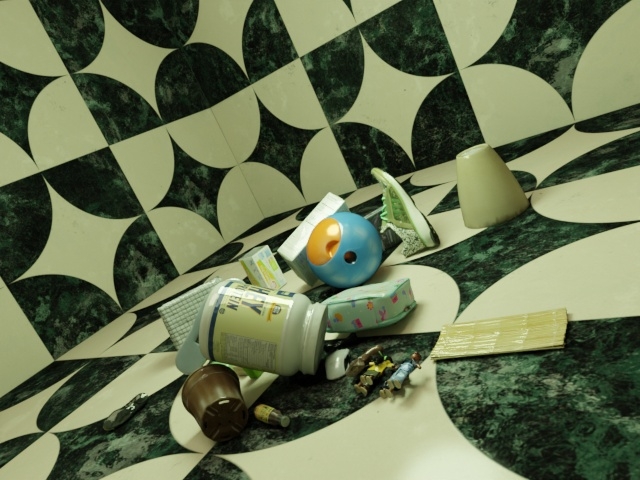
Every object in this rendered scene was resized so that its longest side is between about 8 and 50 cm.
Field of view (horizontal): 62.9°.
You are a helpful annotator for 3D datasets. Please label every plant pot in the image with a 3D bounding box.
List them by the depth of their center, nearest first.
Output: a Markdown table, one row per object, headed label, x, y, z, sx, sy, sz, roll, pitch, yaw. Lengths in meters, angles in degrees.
| label | x | y | z | sx | sy | sz | roll | pitch | yaw |
| --- | --- | --- | --- | --- | --- | --- | --- | --- | --- |
| plant pot | -0.274 | 0.441 | 1.405 | 0.167 | 0.167 | 0.165 | -29 | 22 | -17 |
| plant pot | 0.635 | -0.223 | 2.023 | 0.256 | 0.274 | 0.256 | -24 | 14 | 6 |

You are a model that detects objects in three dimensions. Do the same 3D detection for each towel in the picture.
| label | x | y | z | sx | sy | sz | roll | pitch | yaw |
| --- | --- | --- | --- | --- | --- | --- | --- | --- | --- |
| towel | -0.478 | 0.304 | 2.097 | 0.284 | 0.235 | 0.121 | -28 | 10 | -15 |

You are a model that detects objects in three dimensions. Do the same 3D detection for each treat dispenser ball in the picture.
| label | x | y | z | sx | sy | sz | roll | pitch | yaw |
| --- | --- | --- | --- | --- | --- | --- | --- | --- | --- |
| treat dispenser ball | 0.090 | 0.037 | 1.975 | 0.288 | 0.288 | 0.288 | -24 | 14 | 6 |

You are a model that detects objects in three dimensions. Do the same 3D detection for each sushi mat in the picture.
| label | x | y | z | sx | sy | sz | roll | pitch | yaw |
| --- | --- | --- | --- | --- | --- | --- | --- | --- | --- |
| sushi mat | 0.422 | 0.225 | 1.247 | 0.316 | 0.019 | 0.151 | -15 | 16 | 34 |

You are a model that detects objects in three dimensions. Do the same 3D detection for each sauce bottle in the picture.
| label | x | y | z | sx | sy | sz | roll | pitch | yaw |
| --- | --- | --- | --- | --- | --- | --- | --- | --- | --- |
| sauce bottle | -0.123 | 0.447 | 1.331 | 0.042 | 0.042 | 0.128 | -35 | 15 | -35 |

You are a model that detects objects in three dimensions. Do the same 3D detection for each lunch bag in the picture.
| label | x | y | z | sx | sy | sz | roll | pitch | yaw |
| --- | --- | --- | --- | --- | --- | --- | --- | --- | --- |
| lunch bag | 0.150 | 0.199 | 1.605 | 0.279 | 0.108 | 0.224 | -14 | 2 | 32 |

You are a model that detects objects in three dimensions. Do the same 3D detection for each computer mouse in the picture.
| label | x | y | z | sx | sy | sz | roll | pitch | yaw |
| --- | --- | --- | --- | --- | --- | --- | --- | --- | --- |
| computer mouse | 0.050 | 0.325 | 1.483 | 0.106 | 0.042 | 0.193 | -21 | 14 | 12 |

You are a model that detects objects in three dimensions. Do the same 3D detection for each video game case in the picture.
| label | x | y | z | sx | sy | sz | roll | pitch | yaw |
| --- | --- | --- | --- | --- | --- | --- | --- | --- | --- |
| video game case | 0.276 | -0.054 | 2.195 | 0.274 | 0.196 | 0.026 | -29 | 33 | -17 |

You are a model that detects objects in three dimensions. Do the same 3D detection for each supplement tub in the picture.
| label | x | y | z | sx | sy | sz | roll | pitch | yaw |
| --- | --- | --- | --- | --- | --- | --- | --- | --- | --- |
| supplement tub | -0.155 | 0.254 | 1.494 | 0.325 | 0.235 | 0.235 | 9 | 21 | 8 |

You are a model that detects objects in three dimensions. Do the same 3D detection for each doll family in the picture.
| label | x | y | z | sx | sy | sz | roll | pitch | yaw |
| --- | --- | --- | --- | --- | --- | --- | --- | --- | --- |
| doll family | 0.168 | 0.316 | 1.258 | 0.193 | 0.076 | 0.111 | -2 | 21 | 47 |

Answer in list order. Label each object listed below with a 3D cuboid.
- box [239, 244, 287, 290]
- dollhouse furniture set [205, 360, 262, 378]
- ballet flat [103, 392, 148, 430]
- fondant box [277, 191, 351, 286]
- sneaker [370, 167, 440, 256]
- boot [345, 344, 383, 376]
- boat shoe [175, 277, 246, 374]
| label | x | y | z | sx | sy | sz | roll | pitch | yaw |
| --- | --- | --- | --- | --- | --- | --- | --- | --- | --- |
| box | -0.261 | 0.141 | 2.388 | 0.103 | 0.203 | 0.114 | -12 | 20 | 45 |
| dollhouse furniture set | -0.302 | 0.357 | 1.753 | 0.301 | 0.151 | 0.197 | -16 | 16 | 35 |
| ballet flat | -0.656 | 0.585 | 1.778 | 0.173 | 0.057 | 0.049 | -35 | -24 | -40 |
| fondant box | 0.000 | 0.000 | 2.175 | 0.096 | 0.238 | 0.330 | 34 | 76 | 34 |
| sneaker | 0.289 | -0.110 | 2.067 | 0.182 | 0.410 | 0.158 | -36 | -22 | 12 |
| boot | 0.115 | 0.312 | 1.352 | 0.106 | 0.037 | 0.114 | -37 | -11 | 5 |
| boat shoe | -0.370 | 0.299 | 1.845 | 0.367 | 0.136 | 0.156 | -62 | -2 | -7 |
